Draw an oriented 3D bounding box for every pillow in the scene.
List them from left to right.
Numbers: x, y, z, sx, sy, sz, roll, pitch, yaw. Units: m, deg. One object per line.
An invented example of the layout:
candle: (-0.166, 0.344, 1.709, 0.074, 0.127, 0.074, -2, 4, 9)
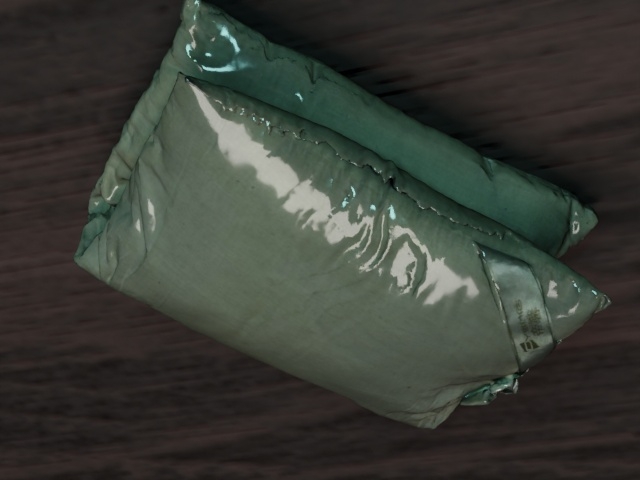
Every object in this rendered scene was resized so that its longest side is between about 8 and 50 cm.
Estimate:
pillow: (0.000, 0.000, 0.673, 0.181, 0.078, 0.134, 29, 137, -12)
